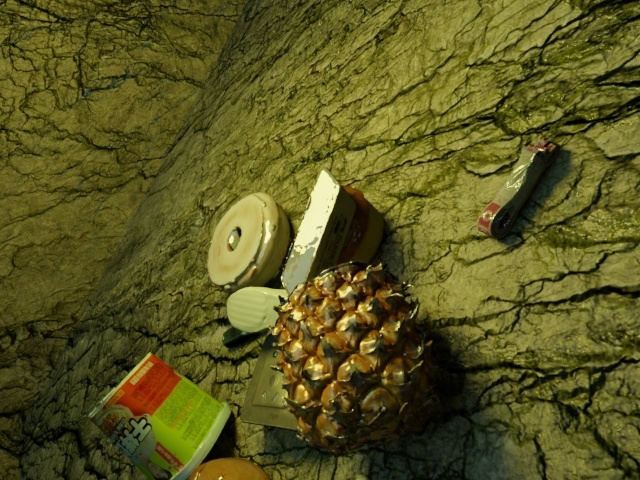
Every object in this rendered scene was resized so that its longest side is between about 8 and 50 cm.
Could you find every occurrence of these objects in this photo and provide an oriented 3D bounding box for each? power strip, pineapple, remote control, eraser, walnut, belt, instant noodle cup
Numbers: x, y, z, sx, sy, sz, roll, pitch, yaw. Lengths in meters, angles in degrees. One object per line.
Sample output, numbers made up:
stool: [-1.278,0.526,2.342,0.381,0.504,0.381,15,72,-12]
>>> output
power strip: [-0.075,0.370,1.086,0.251,0.092,0.257,-17,44,43]
pineapple: [0.078,0.238,0.815,0.352,0.352,0.300,-41,50,24]
remote control: [-0.254,0.299,1.364,0.222,0.042,0.072,-34,49,31]
eraser: [0.001,0.000,0.980,0.077,0.111,0.352,11,74,33]
walnut: [-0.234,0.651,1.018,0.298,0.203,0.203,-3,66,39]
belt: [0.409,-0.111,0.851,0.232,0.071,0.053,-58,32,5]
instant noodle cup: [-0.473,0.516,1.197,0.294,0.308,0.294,-46,7,7]

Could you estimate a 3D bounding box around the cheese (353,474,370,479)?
cheese: [0.084,0.543,0.864,0.044,0.030,0.083,6,67,27]

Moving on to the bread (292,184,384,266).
bread: [0.044,-0.018,1.135,0.270,0.148,0.270,-25,50,33]

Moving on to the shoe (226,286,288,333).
shoe: [-0.100,0.190,1.150,0.363,0.160,0.132,-3,90,38]

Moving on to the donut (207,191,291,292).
donut: [-0.251,0.016,1.445,0.382,0.142,0.383,-26,50,36]
